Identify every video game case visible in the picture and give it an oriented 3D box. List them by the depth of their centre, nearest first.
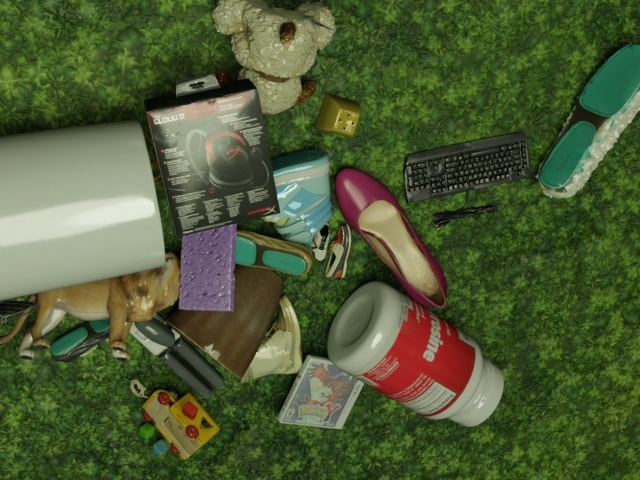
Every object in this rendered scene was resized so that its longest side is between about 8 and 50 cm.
[{"bbox_3d":[0.011,0.374,2.136,0.201,0.023,0.183,16,105,-38],"label":"video game case"}]

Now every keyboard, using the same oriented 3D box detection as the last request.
[{"bbox_3d":[0.353,-0.134,2.074,0.317,0.033,0.201,-12,112,-10],"label":"keyboard"}]

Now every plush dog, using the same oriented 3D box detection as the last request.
[{"bbox_3d":[-0.094,-0.363,1.791,0.263,0.210,0.225,3,125,-17],"label":"plush dog"}]

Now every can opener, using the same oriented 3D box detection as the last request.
[{"bbox_3d":[-0.330,0.266,1.995,0.076,0.095,0.283,-41,114,2],"label":"can opener"}]

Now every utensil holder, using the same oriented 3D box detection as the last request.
[{"bbox_3d":[-0.521,-0.058,1.705,0.386,0.327,0.327,-10,111,-13],"label":"utensil holder"}]

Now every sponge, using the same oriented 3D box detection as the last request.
[{"bbox_3d":[-0.238,0.045,1.851,0.117,0.031,0.210,0,82,16],"label":"sponge"}]

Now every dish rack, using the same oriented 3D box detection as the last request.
[{"bbox_3d":[-0.726,0.160,1.754,0.272,0.208,0.074,0,98,11],"label":"dish rack"}]

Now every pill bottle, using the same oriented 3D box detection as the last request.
[{"bbox_3d":[0.235,0.284,2.084,0.408,0.229,0.229,32,98,-23],"label":"pill bottle"}]

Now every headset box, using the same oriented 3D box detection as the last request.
[{"bbox_3d":[-0.215,-0.178,1.718,0.218,0.110,0.293,-14,115,-9],"label":"headset box"}]

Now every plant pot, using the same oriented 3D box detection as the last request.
[{"bbox_3d":[0.046,-0.268,1.912,0.081,0.083,0.081,13,106,-19],"label":"plant pot"},{"bbox_3d":[-0.191,0.156,1.951,0.215,0.215,0.230,44,78,-24],"label":"plant pot"}]

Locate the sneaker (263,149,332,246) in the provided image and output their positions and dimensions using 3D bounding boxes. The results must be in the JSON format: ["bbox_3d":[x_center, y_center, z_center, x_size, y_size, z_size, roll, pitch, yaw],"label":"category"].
[{"bbox_3d":[-0.117,-0.064,1.922,0.319,0.127,0.208,-14,116,-4],"label":"sneaker"}]

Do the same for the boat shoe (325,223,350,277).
[{"bbox_3d":[0.041,0.025,2.038,0.043,0.049,0.137,3,113,-14],"label":"boat shoe"}]

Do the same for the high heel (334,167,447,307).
[{"bbox_3d":[0.171,-0.007,1.986,0.127,0.181,0.377,-42,114,2],"label":"high heel"}]

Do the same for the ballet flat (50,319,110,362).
[{"bbox_3d":[-0.505,0.209,1.949,0.203,0.074,0.074,-33,114,-9],"label":"ballet flat"}]

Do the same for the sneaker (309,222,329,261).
[{"bbox_3d":[0.000,0.000,2.019,0.040,0.044,0.109,-4,112,-16],"label":"sneaker"}]

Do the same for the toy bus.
[{"bbox_3d":[-0.329,0.406,2.040,0.104,0.191,0.202,-34,125,-50],"label":"toy bus"}]

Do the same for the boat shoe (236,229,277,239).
[{"bbox_3d":[-0.174,0.005,1.968,0.153,0.056,0.048,7,103,-25],"label":"boat shoe"}]

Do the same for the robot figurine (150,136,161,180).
[{"bbox_3d":[-0.267,-0.205,1.826,0.128,0.158,0.219,31,100,6],"label":"robot figurine"}]

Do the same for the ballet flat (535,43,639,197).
[{"bbox_3d":[0.660,-0.275,2.072,0.147,0.147,0.408,29,102,-23],"label":"ballet flat"}]

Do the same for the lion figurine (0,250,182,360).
[{"bbox_3d":[-0.492,0.128,1.858,0.393,0.142,0.240,2,65,1],"label":"lion figurine"}]

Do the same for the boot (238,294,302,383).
[{"bbox_3d":[-0.131,0.236,2.048,0.165,0.077,0.213,-10,119,-11],"label":"boot"}]

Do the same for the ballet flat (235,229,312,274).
[{"bbox_3d":[-0.129,0.021,1.909,0.232,0.073,0.080,17,120,5],"label":"ballet flat"}]
